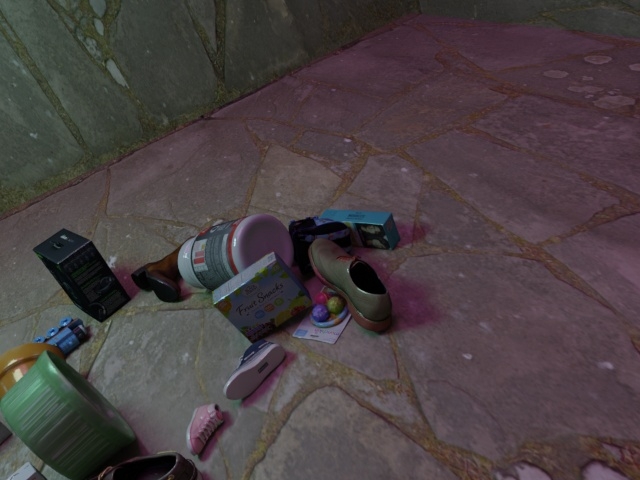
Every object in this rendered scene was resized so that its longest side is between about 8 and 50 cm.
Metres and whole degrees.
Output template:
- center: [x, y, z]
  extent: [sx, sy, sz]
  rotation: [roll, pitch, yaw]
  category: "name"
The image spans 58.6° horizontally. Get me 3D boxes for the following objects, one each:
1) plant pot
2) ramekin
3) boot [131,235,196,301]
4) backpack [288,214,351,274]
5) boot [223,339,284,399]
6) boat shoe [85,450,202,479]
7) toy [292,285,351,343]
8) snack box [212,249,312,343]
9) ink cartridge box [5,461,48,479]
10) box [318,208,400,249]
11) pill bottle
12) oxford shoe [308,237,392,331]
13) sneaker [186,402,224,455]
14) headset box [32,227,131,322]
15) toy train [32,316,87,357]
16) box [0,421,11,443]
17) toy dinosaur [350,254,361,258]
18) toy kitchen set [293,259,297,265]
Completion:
- center: [-0.780, 0.417, 1.559]
  extent: [0.205, 0.205, 0.188]
  rotation: [-34, 49, -18]
  category: "plant pot"
- center: [-0.595, 0.416, 1.339]
  extent: [0.148, 0.303, 0.303]
  rotation: [-45, 37, -19]
  category: "ramekin"
- center: [-0.475, 0.090, 1.973]
  extent: [0.280, 0.096, 0.264]
  rotation: [-36, 26, -33]
  category: "boot"
- center: [0.000, 0.000, 1.713]
  extent: [0.173, 0.158, 0.117]
  rotation: [-16, 28, -8]
  category: "backpack"
- center: [-0.182, 0.324, 1.437]
  extent: [0.190, 0.069, 0.086]
  rotation: [-35, 26, -33]
  category: "boot"
- center: [-0.422, 0.530, 1.238]
  extent: [0.324, 0.097, 0.117]
  rotation: [-15, 33, 13]
  category: "boat shoe"
- center: [0.027, 0.166, 1.542]
  extent: [0.136, 0.056, 0.237]
  rotation: [2, 40, 36]
  category: "toy"
- center: [-0.156, 0.152, 1.525]
  extent: [0.207, 0.174, 0.070]
  rotation: [-34, 30, 6]
  category: "snack box"
- center: [-0.656, 0.577, 1.289]
  extent: [0.052, 0.123, 0.088]
  rotation: [14, 47, 45]
  category: "ink cartridge box"
- center: [0.115, -0.035, 1.745]
  extent: [0.244, 0.101, 0.060]
  rotation: [5, 43, 38]
  category: "box"
- center: [-0.266, 0.048, 1.707]
  extent: [0.362, 0.210, 0.210]
  rotation: [-11, 30, 47]
  category: "pill bottle"
- center: [0.082, 0.078, 1.497]
  extent: [0.122, 0.130, 0.348]
  rotation: [-19, 44, -28]
  category: "oxford shoe"
- center: [-0.266, 0.433, 1.328]
  extent: [0.070, 0.051, 0.134]
  rotation: [-21, 27, 12]
  category: "sneaker"
- center: [-0.818, 0.107, 1.944]
  extent: [0.246, 0.283, 0.131]
  rotation: [16, 48, 44]
  category: "headset box"
- center: [-0.834, 0.324, 1.830]
  extent: [0.105, 0.080, 0.184]
  rotation: [22, 50, 38]
  category: "toy train"
- center: [-1.073, 0.525, 1.587]
  extent: [0.345, 0.168, 0.215]
  rotation: [6, 42, 37]
  category: "box"
- center: [0.090, 0.074, 1.640]
  extent: [0.082, 0.047, 0.090]
  rotation: [-41, 12, 37]
  category: "toy dinosaur"
- center: [-0.108, 0.034, 1.810]
  extent: [0.083, 0.068, 0.075]
  rotation: [-2, 37, 29]
  category: "toy kitchen set"
